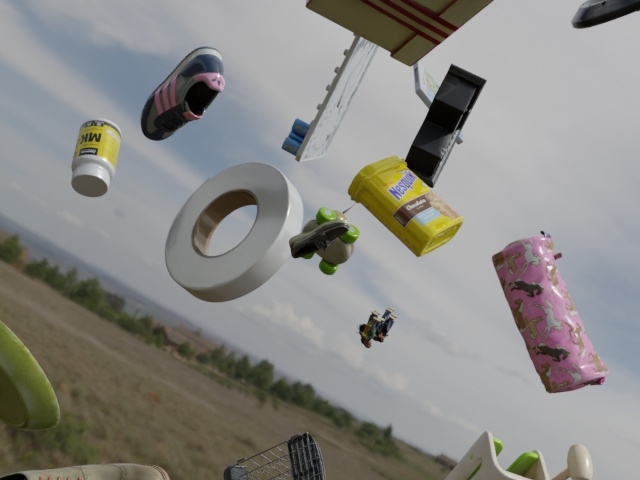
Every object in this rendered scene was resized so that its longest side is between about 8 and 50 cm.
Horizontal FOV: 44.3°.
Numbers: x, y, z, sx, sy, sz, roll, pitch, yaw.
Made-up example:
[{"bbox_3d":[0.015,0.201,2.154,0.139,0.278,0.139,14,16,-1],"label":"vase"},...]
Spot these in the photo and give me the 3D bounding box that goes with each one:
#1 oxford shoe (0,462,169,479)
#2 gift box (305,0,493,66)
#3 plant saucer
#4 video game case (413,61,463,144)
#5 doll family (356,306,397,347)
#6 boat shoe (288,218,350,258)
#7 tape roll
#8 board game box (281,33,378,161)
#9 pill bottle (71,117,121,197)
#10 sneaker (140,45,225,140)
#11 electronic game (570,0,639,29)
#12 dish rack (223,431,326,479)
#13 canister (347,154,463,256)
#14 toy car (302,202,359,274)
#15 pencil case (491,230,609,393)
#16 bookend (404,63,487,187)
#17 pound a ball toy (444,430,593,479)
[{"bbox_3d":[-0.422,0.425,1.272,0.348,0.123,0.130,-11,-29,-6],"label":"oxford shoe"},{"bbox_3d":[0.159,-0.482,1.289,0.258,0.277,0.255,23,-22,-23],"label":"gift box"},{"bbox_3d":[-0.480,0.193,1.150,0.240,0.037,0.241,23,-46,27],"label":"plant saucer"},{"bbox_3d":[0.338,-0.399,2.258,0.212,0.023,0.193,45,28,-26],"label":"video game case"},{"bbox_3d":[0.162,0.256,2.264,0.076,0.111,0.193,31,18,33],"label":"doll family"},{"bbox_3d":[0.000,0.000,1.725,0.152,0.049,0.056,-24,-35,27],"label":"boat shoe"},{"bbox_3d":[-0.224,-0.028,2.001,0.392,0.392,0.072,19,-19,42],"label":"tape roll"},{"bbox_3d":[0.049,-0.361,1.714,0.050,0.390,0.390,28,10,4],"label":"board game box"},{"bbox_3d":[-0.627,-0.230,2.193,0.119,0.209,0.119,-1,-37,-1],"label":"pill bottle"},{"bbox_3d":[-0.344,-0.328,1.931,0.112,0.131,0.319,13,-42,-37],"label":"sneaker"},{"bbox_3d":[0.530,-0.407,1.306,0.048,0.229,0.229,65,-20,-13],"label":"electronic game"},{"bbox_3d":[-0.099,0.559,1.762,0.074,0.271,0.208,42,26,-45],"label":"dish rack"},{"bbox_3d":[0.148,-0.059,1.349,0.170,0.126,0.073,45,-48,20],"label":"canister"},{"bbox_3d":[0.045,-0.027,2.154,0.149,0.155,0.188,35,36,5],"label":"toy car"},{"bbox_3d":[0.553,0.179,1.901,0.167,0.386,0.160,-20,-16,10],"label":"pencil case"},{"bbox_3d":[0.221,-0.207,1.432,0.072,0.156,0.157,26,-28,5],"label":"bookend"},{"bbox_3d":[0.361,0.513,1.522,0.208,0.319,0.136,23,31,-12],"label":"pound a ball toy"}]
